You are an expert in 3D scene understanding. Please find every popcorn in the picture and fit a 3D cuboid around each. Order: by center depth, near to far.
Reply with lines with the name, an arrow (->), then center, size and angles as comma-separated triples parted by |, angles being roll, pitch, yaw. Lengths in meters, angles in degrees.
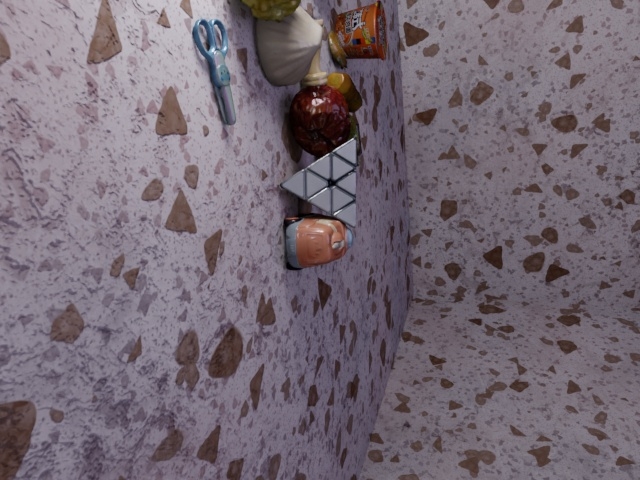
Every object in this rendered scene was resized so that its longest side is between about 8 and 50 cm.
popcorn -> -0.138, -0.718, 1.203 | 0.234, 0.180, 0.217 | -27, 96, -41

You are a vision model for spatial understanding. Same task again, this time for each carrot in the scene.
carrot -> 0.107, -0.654, 1.968 | 0.301, 0.113, 0.114 | 1, 90, -71

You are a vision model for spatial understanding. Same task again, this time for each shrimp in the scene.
shrimp -> 0.081, -0.838, 1.978 | 0.217, 0.051, 0.115 | 34, 57, -63

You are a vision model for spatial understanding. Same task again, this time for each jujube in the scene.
jujube -> -0.002, -0.416, 1.558 | 0.232, 0.212, 0.213 | 82, 22, -43

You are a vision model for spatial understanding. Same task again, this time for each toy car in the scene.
toy car -> 0.000, 0.000, 1.578 | 0.270, 0.212, 0.181 | -29, 117, -67

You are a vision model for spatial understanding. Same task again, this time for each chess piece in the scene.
chess piece -> -0.024, -0.587, 1.638 | 0.117, 0.117, 0.398 | -55, 144, -55

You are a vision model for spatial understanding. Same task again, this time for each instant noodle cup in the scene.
instant noodle cup -> 0.189, -0.949, 2.052 | 0.250, 0.191, 0.251 | 2, 90, -69

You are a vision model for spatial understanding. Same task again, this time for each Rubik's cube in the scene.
Rubik's cube -> 0.019, -0.203, 1.586 | 0.229, 0.228, 0.234 | 67, 32, -50

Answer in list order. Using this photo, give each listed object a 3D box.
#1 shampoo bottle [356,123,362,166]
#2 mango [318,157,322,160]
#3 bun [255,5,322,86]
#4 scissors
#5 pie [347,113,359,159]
shampoo bottle -> 0.173, -0.471, 2.227 | 0.057, 0.063, 0.208 | -65, 148, -67
mango -> 0.064, -0.293, 1.856 | 0.154, 0.125, 0.252 | -53, 134, -26
bun -> -0.077, -0.623, 1.402 | 0.263, 0.174, 0.264 | 3, 90, -69
scissors -> -0.256, -0.422, 1.137 | 0.125, 0.030, 0.257 | -48, 133, -58
pie -> 0.113, -0.445, 2.042 | 0.277, 0.078, 0.278 | -1, 90, -69
